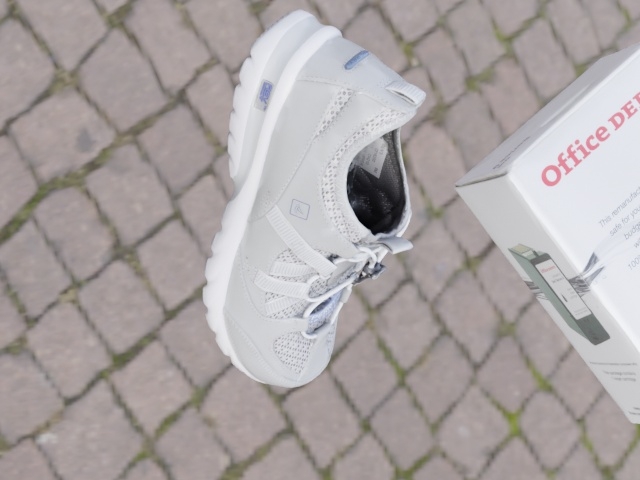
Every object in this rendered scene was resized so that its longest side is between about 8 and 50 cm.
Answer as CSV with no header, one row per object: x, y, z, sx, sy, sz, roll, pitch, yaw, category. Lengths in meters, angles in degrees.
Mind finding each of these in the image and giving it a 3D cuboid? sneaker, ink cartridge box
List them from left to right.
0.000,0.000,0.975,0.105,0.115,0.281,-44,151,-39,sneaker
0.296,-0.008,1.412,0.211,0.121,0.289,-40,99,-17,ink cartridge box
